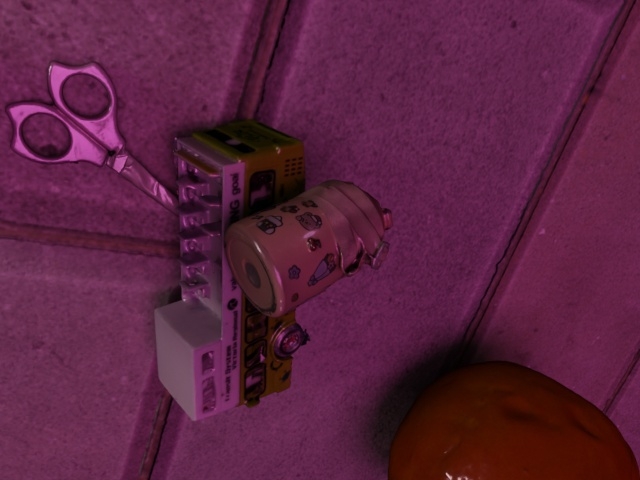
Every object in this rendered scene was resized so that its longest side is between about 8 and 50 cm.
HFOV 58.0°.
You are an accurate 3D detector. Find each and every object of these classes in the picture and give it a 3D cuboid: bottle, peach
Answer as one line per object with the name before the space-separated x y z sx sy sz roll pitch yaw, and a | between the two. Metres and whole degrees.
bottle | 0.000 -0.001 0.524 0.152 0.099 0.098 -26 125 -29
peach | 0.261 0.352 0.828 0.301 0.343 0.342 -49 127 -16

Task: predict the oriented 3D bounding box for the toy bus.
toy bus | -0.094 0.035 0.604 0.139 0.113 0.301 -16 123 -37

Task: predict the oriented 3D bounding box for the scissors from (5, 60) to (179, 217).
scissors | -0.193 -0.077 0.566 0.110 0.021 0.212 -47 125 0
